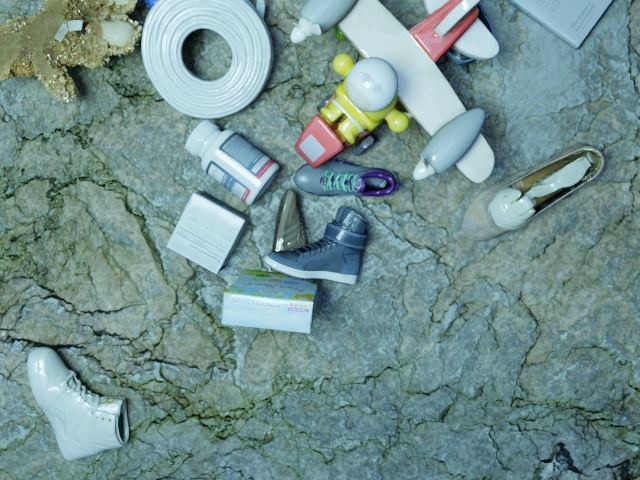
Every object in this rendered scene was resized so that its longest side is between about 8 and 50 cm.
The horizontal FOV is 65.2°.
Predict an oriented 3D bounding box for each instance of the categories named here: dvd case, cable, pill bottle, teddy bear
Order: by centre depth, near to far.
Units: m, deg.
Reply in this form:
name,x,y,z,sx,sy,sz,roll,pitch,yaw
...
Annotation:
name,x,y,z,sx,sy,sz,roll,pitch,yaw
cable,-0.221,-0.370,0.995,0.256,0.089,0.257,-11,118,-8
dvd case,0.470,-0.532,1.002,0.253,0.022,0.180,34,99,-2
teddy bear,-0.503,-0.407,1.011,0.337,0.113,0.245,-29,80,12
pill bottle,-0.186,-0.168,1.050,0.180,0.108,0.108,38,99,-3

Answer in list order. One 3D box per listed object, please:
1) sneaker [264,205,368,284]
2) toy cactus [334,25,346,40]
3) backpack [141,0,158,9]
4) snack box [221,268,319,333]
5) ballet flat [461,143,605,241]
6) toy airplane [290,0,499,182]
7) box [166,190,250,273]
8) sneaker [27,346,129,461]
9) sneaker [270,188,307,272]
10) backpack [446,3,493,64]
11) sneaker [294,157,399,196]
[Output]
name,x,y,z,sx,sy,sz,roll,pitch,yaw
sneaker,0.000,-0.001,1.046,0.226,0.086,0.164,9,105,-34
toy cactus,0.028,-0.512,0.997,0.180,0.112,0.219,11,108,11
backpack,-0.314,-0.495,1.010,0.097,0.101,0.120,-29,102,13
snack box,-0.094,0.120,1.039,0.174,0.207,0.070,6,101,1
ballet flat,0.435,-0.100,1.029,0.316,0.106,0.108,-36,95,8
toy airplane,0.131,-0.295,0.887,0.385,0.272,0.385,8,112,15
box,-0.243,-0.018,1.094,0.126,0.072,0.137,29,98,-2
sneaker,-0.542,0.362,1.159,0.169,0.108,0.293,-14,108,3
sneaker,-0.063,-0.019,1.098,0.071,0.066,0.189,8,105,-15
backpack,0.284,-0.413,0.998,0.105,0.084,0.114,-31,91,10
sneaker,0.054,-0.130,1.048,0.223,0.098,0.083,2,99,2
